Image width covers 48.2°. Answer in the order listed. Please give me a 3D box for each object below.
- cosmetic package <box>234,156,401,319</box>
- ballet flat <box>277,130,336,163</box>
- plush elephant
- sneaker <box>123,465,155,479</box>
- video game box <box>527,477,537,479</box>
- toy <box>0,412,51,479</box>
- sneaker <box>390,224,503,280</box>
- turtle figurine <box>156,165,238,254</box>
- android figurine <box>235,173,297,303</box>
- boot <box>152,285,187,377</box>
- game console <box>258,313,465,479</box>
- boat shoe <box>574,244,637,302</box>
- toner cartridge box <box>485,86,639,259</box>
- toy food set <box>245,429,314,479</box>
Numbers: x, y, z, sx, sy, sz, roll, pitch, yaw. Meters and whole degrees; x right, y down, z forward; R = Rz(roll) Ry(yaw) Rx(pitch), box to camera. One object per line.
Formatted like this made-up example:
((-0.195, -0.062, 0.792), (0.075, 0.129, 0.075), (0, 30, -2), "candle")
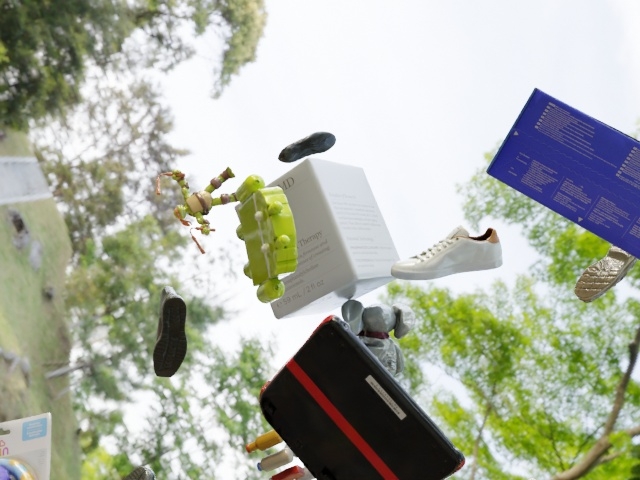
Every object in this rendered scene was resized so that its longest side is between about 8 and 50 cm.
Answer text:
((0.000, 0.000, 2.248), (0.329, 0.327, 0.394), (-30, -106, 30), "cosmetic package")
((-0.034, -0.242, 1.836), (0.049, 0.173, 0.058), (2, -69, 60), "ballet flat")
((0.162, 0.318, 2.306), (0.330, 0.271, 0.256), (135, -33, -60), "plush elephant")
((-0.393, 0.604, 1.557), (0.087, 0.130, 0.228), (13, -99, 49), "sneaker")
((0.403, 0.617, 1.509), (0.048, 0.205, 0.187), (22, -26, 3), "video game box")
((-0.374, 0.319, 0.794), (0.056, 0.136, 0.237), (54, 24, -64), "toy")
((0.313, 0.024, 1.811), (0.106, 0.290, 0.123), (-128, -152, -74), "sneaker")
((-0.319, -0.101, 2.000), (0.270, 0.217, 0.087), (58, -15, 17), "turtle figurine")
((-0.109, -0.004, 1.391), (0.273, 0.056, 0.248), (153, -72, -68), "android figurine")
((-0.363, 0.215, 1.718), (0.137, 0.076, 0.198), (-149, -108, -68), "boot")
((0.066, 0.381, 1.471), (0.386, 0.060, 0.342), (47, -55, 11), "game console")
((0.590, 0.070, 1.458), (0.064, 0.178, 0.060), (31, -23, 50), "boat shoe")
((0.470, -0.100, 1.186), (0.347, 0.075, 0.165), (32, -71, 13), "toner cartridge box")
((-0.097, 0.597, 1.930), (0.232, 0.104, 0.111), (46, 23, -49), "toy food set")
